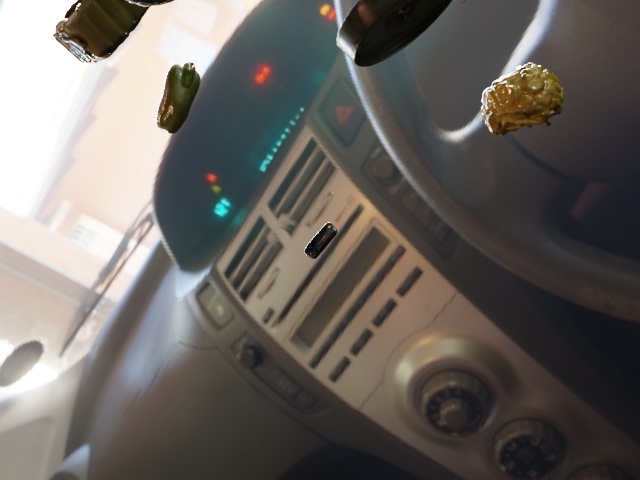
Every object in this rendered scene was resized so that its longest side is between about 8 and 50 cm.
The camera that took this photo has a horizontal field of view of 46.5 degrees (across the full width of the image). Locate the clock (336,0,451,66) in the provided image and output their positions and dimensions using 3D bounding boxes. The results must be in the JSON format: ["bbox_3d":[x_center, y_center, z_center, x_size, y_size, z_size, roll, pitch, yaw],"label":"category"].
[{"bbox_3d":[0.182,-0.524,1.693,0.325,0.067,0.325,-36,-8,-6],"label":"clock"}]

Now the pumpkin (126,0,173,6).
[{"bbox_3d":[-0.370,-0.591,1.455,0.207,0.300,0.300,-44,19,27],"label":"pumpkin"}]

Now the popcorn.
[{"bbox_3d":[0.581,-0.403,2.150,0.250,0.190,0.250,-28,15,8],"label":"popcorn"}]

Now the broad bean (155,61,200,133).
[{"bbox_3d":[-0.335,-0.338,1.762,0.124,0.082,0.175,-160,83,-69],"label":"broad bean"}]

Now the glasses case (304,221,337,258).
[{"bbox_3d":[0.000,0.000,1.538,0.083,0.023,0.033,-50,54,1],"label":"glasses case"}]

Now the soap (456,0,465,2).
[{"bbox_3d":[0.451,-0.910,2.430,0.324,0.192,0.109,-54,-11,-43],"label":"soap"}]

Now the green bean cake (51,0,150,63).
[{"bbox_3d":[-0.510,-0.527,1.753,0.230,0.131,0.224,-53,29,-13],"label":"green bean cake"}]
